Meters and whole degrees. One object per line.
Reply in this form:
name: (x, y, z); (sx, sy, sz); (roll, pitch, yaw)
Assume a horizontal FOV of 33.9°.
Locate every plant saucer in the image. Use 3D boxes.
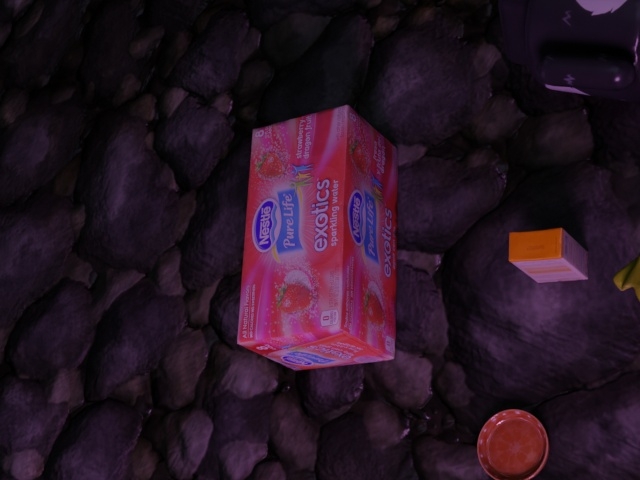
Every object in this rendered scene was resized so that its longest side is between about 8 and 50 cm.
plant saucer: (0.217, 0.231, 1.176); (0.083, 0.013, 0.083); (-13, 64, 28)

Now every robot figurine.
robot figurine: (0.345, -0.250, 1.202); (0.278, 0.174, 0.209); (16, 87, 37)

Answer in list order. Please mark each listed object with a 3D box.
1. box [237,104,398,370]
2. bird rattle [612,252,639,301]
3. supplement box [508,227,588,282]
box: (0.000, 0.000, 1.334); (0.154, 0.142, 0.299); (-10, 65, 30)
bird rattle: (0.431, -0.007, 1.081); (0.253, 0.143, 0.207); (-37, 74, -29)
supplement box: (0.259, 0.017, 1.188); (0.062, 0.098, 0.036); (-5, 71, 30)
